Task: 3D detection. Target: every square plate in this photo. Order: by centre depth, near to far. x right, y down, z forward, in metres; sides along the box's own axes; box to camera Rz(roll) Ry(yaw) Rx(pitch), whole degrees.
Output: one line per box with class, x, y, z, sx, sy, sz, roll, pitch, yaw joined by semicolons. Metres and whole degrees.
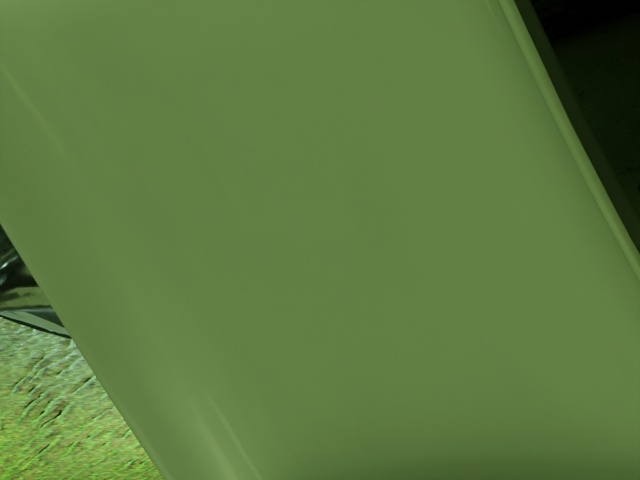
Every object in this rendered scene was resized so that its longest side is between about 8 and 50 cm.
square plate;0.000;0.000;0.765;0.344;0.347;0.049;-11;-155;49

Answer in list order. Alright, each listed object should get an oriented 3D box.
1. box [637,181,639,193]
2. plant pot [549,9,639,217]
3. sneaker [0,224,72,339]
box;0.293;0.037;0.675;0.242;0.077;0.307;5;154;48
plant pot;0.187;-0.004;0.906;0.274;0.275;0.293;11;146;-44
sneaker;-0.265;0.012;0.915;0.482;0.202;0.185;10;162;-41
